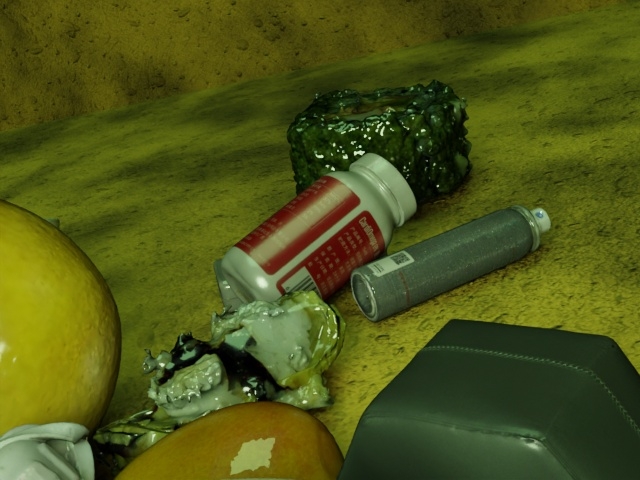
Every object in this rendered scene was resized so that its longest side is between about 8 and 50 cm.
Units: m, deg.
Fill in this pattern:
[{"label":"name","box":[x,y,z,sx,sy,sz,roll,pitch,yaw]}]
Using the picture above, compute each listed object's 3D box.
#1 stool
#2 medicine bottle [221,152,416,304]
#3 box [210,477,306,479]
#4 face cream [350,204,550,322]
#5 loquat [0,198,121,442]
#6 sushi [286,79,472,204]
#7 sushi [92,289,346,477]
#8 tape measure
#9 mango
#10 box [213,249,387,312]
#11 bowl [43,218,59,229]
[{"label":"stool","box":[0.129,0.171,0.547,0.232,0.232,0.141,4,26,38]},{"label":"medicine bottle","box":[0.000,0.000,1.077,0.250,0.131,0.131,-39,29,-17]},{"label":"box","box":[-0.051,0.274,0.336,0.301,0.301,0.216,-13,29,2]},{"label":"face cream","box":[0.175,0.022,1.069,0.283,0.073,0.073,-21,23,-19]},{"label":"loquat","box":[-0.362,0.119,0.850,0.328,0.328,0.359,-11,-13,6]},{"label":"sushi","box":[0.110,-0.162,1.420,0.294,0.178,0.352,-3,20,18]},{"label":"sushi","box":[-0.087,0.144,0.844,0.291,0.131,0.139,-28,15,-35]},{"label":"tape measure","box":[-0.271,0.239,0.623,0.236,0.120,0.197,-43,10,-3]},{"label":"mango","box":[-0.086,0.212,0.696,0.221,0.120,0.151,-17,22,12]},{"label":"box","box":[-0.029,0.033,1.187,0.243,0.055,0.103,-16,22,-7]},{"label":"bowl","box":[-0.533,0.051,1.271,0.277,0.145,0.277,-8,-1,0]}]
